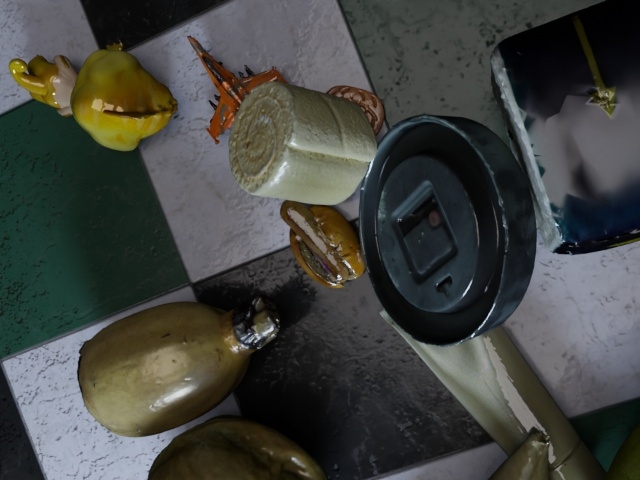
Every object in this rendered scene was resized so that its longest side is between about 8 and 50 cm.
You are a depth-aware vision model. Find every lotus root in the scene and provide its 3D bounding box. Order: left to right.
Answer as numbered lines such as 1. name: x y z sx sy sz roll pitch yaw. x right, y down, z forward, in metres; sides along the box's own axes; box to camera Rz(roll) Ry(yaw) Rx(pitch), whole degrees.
1. lotus root: -0.186 0.160 0.998 0.310 0.183 0.182 -25 89 13

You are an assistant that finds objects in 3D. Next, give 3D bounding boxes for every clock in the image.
1. clock: 0.143 -0.012 0.885 0.055 0.281 0.280 -8 94 -30

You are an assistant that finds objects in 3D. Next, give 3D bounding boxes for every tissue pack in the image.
1. tissue pack: 0.418 -0.155 0.793 0.417 0.264 0.253 -19 86 13

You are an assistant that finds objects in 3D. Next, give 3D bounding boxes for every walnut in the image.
1. walnut: -0.104 0.365 0.974 0.283 0.227 0.283 4 108 12

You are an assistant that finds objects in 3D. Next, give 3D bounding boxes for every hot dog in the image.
1. hot dog: 0.002 -0.001 1.005 0.090 0.060 0.140 -29 84 9

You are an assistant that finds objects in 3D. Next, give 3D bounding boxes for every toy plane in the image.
1. toy plane: -0.124 -0.213 1.023 0.135 0.062 0.188 -41 71 13

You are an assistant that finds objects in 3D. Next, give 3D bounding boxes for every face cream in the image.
1. face cream: 0.231 0.190 0.962 0.137 0.084 0.341 -43 78 25

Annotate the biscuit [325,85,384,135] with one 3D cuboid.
1. biscuit: 0.042 -0.170 1.004 0.091 0.015 0.078 14 97 12

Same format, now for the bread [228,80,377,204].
1. bread: -0.025 -0.123 0.943 0.148 0.141 0.134 -46 53 36

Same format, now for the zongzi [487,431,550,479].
1. zongzi: 0.326 0.549 0.871 0.500 0.218 0.467 35 109 11

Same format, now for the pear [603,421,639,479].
1. pear: 0.455 0.332 0.770 0.352 0.352 0.413 45 68 6

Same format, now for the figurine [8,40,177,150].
1. figurine: -0.318 -0.206 1.038 0.246 0.131 0.156 15 117 25
